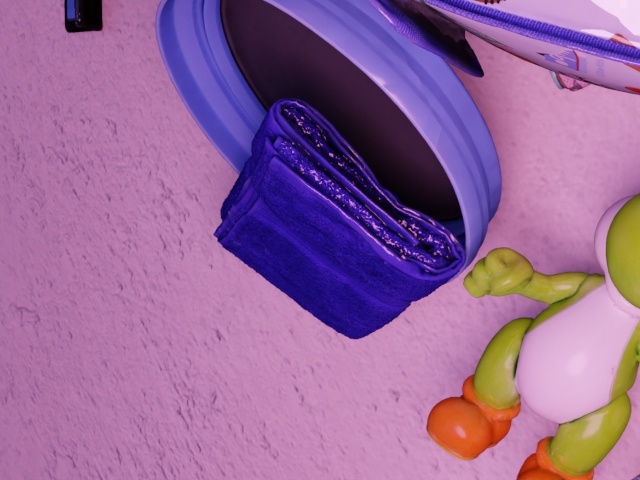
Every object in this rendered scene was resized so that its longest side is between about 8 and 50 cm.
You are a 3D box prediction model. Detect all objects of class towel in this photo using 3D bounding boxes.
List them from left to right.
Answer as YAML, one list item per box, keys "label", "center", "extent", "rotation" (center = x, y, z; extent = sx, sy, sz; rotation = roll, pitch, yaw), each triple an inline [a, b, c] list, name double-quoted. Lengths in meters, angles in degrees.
- label: "towel"
  center: [0.000, 0.000, 1.173]
  extent: [0.227, 0.076, 0.308]
  rotation: [43, 160, 1]

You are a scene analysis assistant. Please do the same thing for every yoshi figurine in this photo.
- label: "yoshi figurine"
  center: [0.240, 0.074, 0.993]
  extent: [0.362, 0.203, 0.203]
  rotation: [-58, 28, 19]

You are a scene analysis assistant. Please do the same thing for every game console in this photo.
- label: "game console"
  center: [-0.329, -0.340, 1.554]
  extent: [0.071, 0.107, 0.122]
  rotation: [1, 97, 12]

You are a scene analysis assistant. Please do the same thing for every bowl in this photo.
- label: "bowl"
  center: [0.008, -0.118, 1.142]
  extent: [0.391, 0.077, 0.391]
  rotation: [35, 159, 16]

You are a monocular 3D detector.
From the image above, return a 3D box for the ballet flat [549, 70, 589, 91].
- label: "ballet flat"
  center: [0.211, -0.248, 1.098]
  extent: [0.079, 0.077, 0.221]
  rotation: [-31, 79, 19]

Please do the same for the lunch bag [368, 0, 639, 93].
- label: "lunch bag"
  center: [0.169, -0.239, 0.905]
  extent: [0.385, 0.328, 0.239]
  rotation: [20, 100, 16]

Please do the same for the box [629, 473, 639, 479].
- label: "box"
  center: [0.327, 0.228, 1.015]
  extent: [0.094, 0.137, 0.027]
  rotation: [33, 121, 34]
